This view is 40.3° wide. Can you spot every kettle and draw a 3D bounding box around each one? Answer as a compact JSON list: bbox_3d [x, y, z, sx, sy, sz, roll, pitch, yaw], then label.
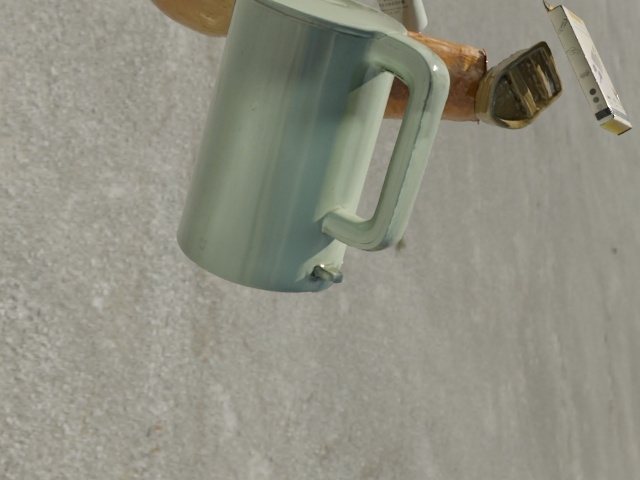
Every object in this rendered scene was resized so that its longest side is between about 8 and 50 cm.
[{"bbox_3d":[-0.025,-0.108,0.984,0.205,0.265,0.318,8,113,-22],"label":"kettle"}]

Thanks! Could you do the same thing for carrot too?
[{"bbox_3d":[0.184,-0.304,1.633,0.196,0.254,0.196,9,90,-86],"label":"carrot"}]

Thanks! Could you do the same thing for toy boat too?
[{"bbox_3d":[0.345,-0.265,1.563,0.188,0.061,0.116,-38,112,-25],"label":"toy boat"}]

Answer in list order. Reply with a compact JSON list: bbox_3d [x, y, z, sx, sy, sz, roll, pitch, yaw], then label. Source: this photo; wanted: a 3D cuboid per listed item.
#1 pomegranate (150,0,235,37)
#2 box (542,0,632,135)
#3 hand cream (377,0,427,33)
[{"bbox_3d":[-0.136,-0.538,1.549,0.410,0.409,0.411,-6,97,-60],"label":"pomegranate"},{"bbox_3d":[0.460,-0.302,1.503,0.129,0.033,0.247,0,67,-58],"label":"box"},{"bbox_3d":[0.136,-0.532,1.745,0.078,0.124,0.341,-51,130,-30],"label":"hand cream"}]
